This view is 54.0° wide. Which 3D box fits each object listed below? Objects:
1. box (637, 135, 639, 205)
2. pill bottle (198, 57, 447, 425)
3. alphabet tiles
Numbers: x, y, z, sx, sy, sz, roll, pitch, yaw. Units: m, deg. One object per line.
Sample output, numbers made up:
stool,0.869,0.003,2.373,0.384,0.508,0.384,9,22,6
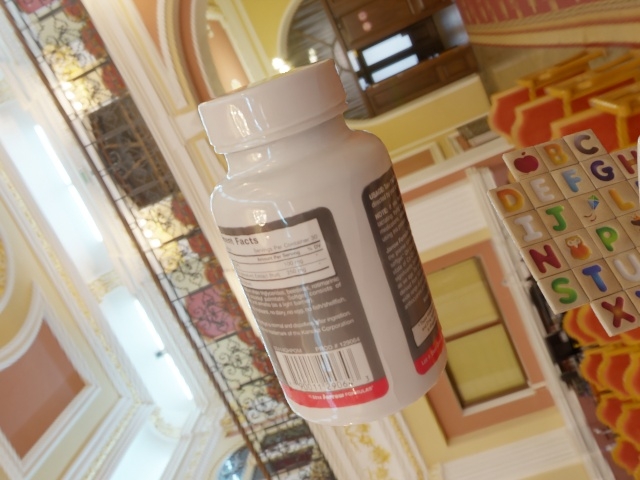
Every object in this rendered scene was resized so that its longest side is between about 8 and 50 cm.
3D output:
box,0.390,-0.027,0.401,0.148,0.311,0.121,101,170,-82
pill bottle,0.000,0.000,0.608,0.176,0.176,0.318,-75,-32,-70
alphabet tiles,0.442,-0.027,0.996,0.011,0.285,0.342,90,162,-61
